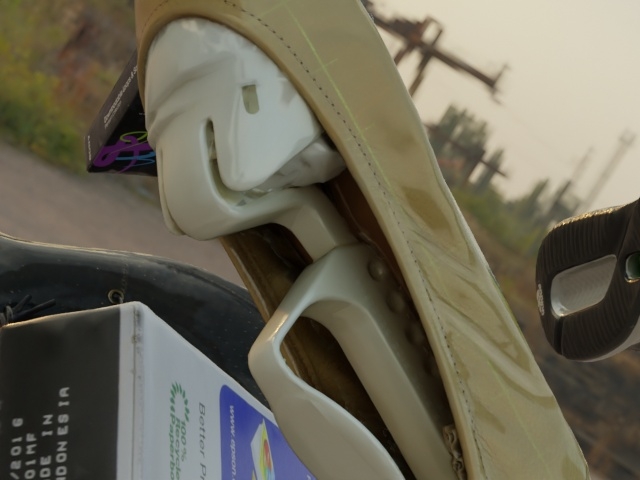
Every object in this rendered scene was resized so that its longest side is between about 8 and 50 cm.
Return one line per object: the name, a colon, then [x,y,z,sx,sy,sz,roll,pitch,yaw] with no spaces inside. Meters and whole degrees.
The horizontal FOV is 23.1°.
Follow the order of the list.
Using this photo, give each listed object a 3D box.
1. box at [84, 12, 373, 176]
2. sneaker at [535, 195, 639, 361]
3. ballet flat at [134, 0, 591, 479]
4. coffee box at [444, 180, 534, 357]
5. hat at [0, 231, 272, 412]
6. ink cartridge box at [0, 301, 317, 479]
box: [-0.054,-0.080,0.870,0.116,0.029,0.162,3,-27,-25]
sneaker: [0.390,0.009,1.282,0.257,0.169,0.447,-3,-6,-23]
ballet flat: [0.000,0.000,0.436,0.073,0.080,0.232,-31,89,-43]
coffee box: [0.074,-0.007,1.008,0.113,0.040,0.184,56,9,-52]
hat: [-0.134,0.133,0.866,0.331,0.134,0.331,20,30,-12]
ink cartridge box: [-0.023,0.173,0.649,0.069,0.176,0.371,-11,-26,18]
